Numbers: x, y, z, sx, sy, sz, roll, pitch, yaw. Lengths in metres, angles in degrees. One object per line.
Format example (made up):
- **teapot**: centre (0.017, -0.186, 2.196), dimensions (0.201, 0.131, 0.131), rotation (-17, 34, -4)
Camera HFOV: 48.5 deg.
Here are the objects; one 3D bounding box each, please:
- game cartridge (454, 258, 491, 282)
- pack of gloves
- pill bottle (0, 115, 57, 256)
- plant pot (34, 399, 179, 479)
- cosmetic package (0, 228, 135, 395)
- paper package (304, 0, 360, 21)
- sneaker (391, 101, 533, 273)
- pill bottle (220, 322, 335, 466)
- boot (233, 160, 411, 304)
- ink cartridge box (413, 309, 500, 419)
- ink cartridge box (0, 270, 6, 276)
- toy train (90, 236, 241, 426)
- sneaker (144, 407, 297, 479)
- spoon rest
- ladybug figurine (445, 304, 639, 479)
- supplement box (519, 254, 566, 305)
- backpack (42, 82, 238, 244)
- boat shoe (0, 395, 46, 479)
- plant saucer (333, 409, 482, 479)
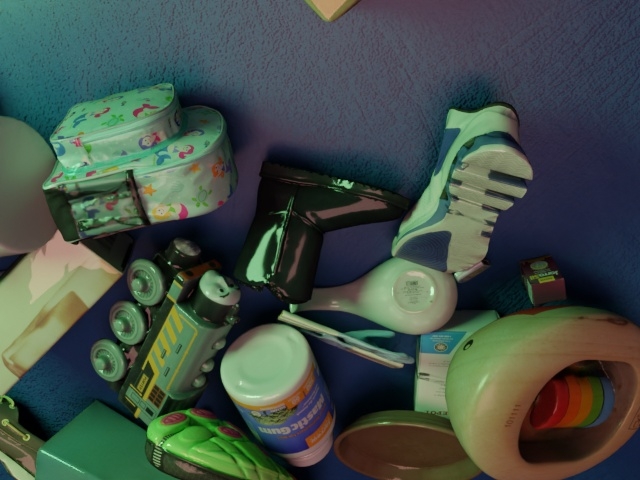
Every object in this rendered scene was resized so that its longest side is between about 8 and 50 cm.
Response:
- **game cartridge**: centre (0.248, 0.050, 1.166), dimensions (0.056, 0.083, 0.017), rotation (-32, 75, 19)
- **pack of gloves**: centre (0.042, 0.153, 1.182), dimensions (0.232, 0.195, 0.046), rotation (21, 78, -4)
- **pill bottle**: centre (-0.588, -0.052, 1.023), dimensions (0.392, 0.224, 0.224), rotation (-7, 116, 21)
- **plant pot**: centre (-0.369, 0.442, 1.294), dimensions (0.234, 0.166, 0.165), rotation (22, 116, 12)
- **cosmetic package**: centre (-0.450, 0.087, 1.144), dimensions (0.296, 0.153, 0.129), rotation (-43, 111, 12)
- **paper package**: centre (0.029, -0.489, 0.861), dimensions (0.325, 0.168, 0.309), rotation (-40, 107, 20)
- **sneaker**: centre (0.224, -0.094, 1.072), dimensions (0.128, 0.182, 0.315), rotation (20, 144, -5)
- **pill bottle**: centre (-0.059, 0.278, 1.220), dimensions (0.152, 0.152, 0.272), rotation (-12, 135, 8)
- **boot**: centre (0.000, 0.000, 1.109), dimensions (0.247, 0.094, 0.207), rotation (12, 96, 3)
- **ink cartridge box**: centre (0.237, 0.221, 1.245), dimensions (0.140, 0.082, 0.190), rotation (1, 117, 2)
- **ink cartridge box**: centre (-0.512, 0.080, 1.232), dimensions (0.115, 0.029, 0.062), rotation (-11, 115, -2)
- **toy train**: centre (-0.248, 0.157, 1.175), dimensions (0.190, 0.142, 0.334), rotation (39, 117, 15)
- **sneaker**: centre (-0.152, 0.447, 1.211), dimensions (0.202, 0.185, 0.482), rotation (-49, 138, -16)
- **spoon rest**: centre (0.088, 0.089, 1.184), dimensions (0.277, 0.084, 0.137), rotation (-1, 81, 2)
- **ladybug figurine**: centre (0.368, 0.234, 1.145), dimensions (0.450, 0.162, 0.305), rotation (13, 104, -35)
- **supplement box**: centre (0.363, 0.065, 1.163), dimensions (0.055, 0.083, 0.043), rotation (-12, 115, 7)
- **backpack**: centre (-0.250, -0.116, 1.023), dimensions (0.254, 0.225, 0.191), rotation (-6, 119, -1)
- **boat shoe**: centre (-0.600, 0.354, 1.335), dimensions (0.324, 0.096, 0.117), rotation (49, 149, -15)
- **plant saucer**: centre (0.162, 0.379, 1.297), dimensions (0.278, 0.041, 0.277), rotation (6, 141, 5)
